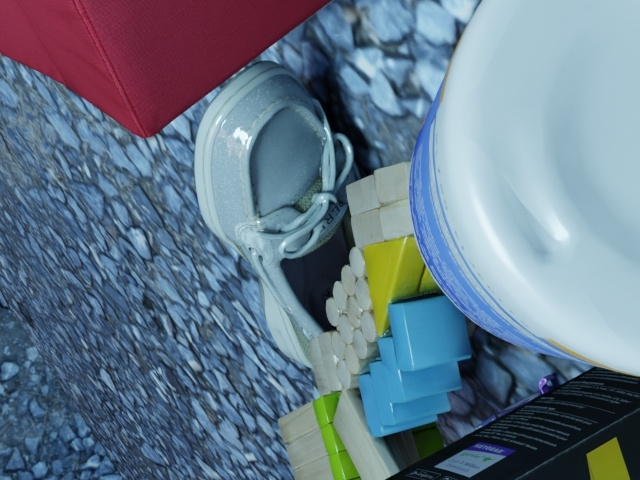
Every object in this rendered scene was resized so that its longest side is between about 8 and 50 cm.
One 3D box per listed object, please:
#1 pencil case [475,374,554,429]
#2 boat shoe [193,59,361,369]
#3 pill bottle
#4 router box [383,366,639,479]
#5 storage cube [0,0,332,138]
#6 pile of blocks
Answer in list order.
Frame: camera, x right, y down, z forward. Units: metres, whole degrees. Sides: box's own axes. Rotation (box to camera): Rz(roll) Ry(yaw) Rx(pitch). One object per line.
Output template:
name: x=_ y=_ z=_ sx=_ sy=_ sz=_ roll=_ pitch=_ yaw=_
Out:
pencil case: x=0.191 y=0.194 z=0.771 sx=0.206 sy=0.088 sz=0.086 roll=51 pitch=-167 yaw=6
boat shoe: x=-0.001 y=0.003 z=0.827 sx=0.103 sy=0.118 sz=0.320 roll=28 pitch=150 yaw=34
pill bottle: x=0.114 y=-0.026 z=0.456 sx=0.152 sy=0.152 sz=0.272 roll=52 pitch=178 yaw=3
router box: x=0.162 y=0.240 z=0.605 sx=0.081 sy=0.243 sz=0.309 roll=-3 pitch=107 yaw=62
storage cube: x=-0.115 y=-0.206 z=0.630 sx=0.183 sy=0.215 sz=0.193 roll=30 pitch=153 yaw=41
pile of blocks: x=0.071 y=0.088 z=0.754 sx=0.362 sy=0.112 sz=0.149 roll=105 pitch=146 yaw=-45
